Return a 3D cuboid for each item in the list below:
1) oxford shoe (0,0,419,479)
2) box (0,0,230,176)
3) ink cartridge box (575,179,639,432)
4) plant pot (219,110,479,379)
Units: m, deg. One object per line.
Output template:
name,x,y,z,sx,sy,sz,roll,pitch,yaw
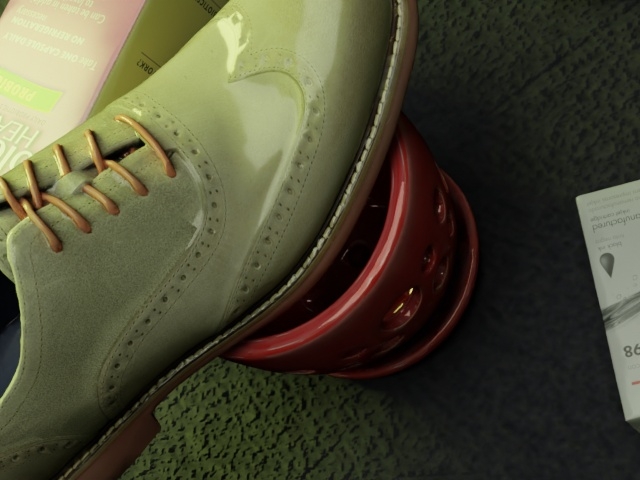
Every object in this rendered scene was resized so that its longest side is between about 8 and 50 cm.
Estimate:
oxford shoe,-0.098,-0.006,0.538,0.140,0.146,0.397,38,93,32
box,-0.130,-0.089,0.744,0.117,0.213,0.242,21,83,30
ink cartridge box,0.225,0.050,0.610,0.104,0.060,0.180,-16,66,20
plant pot,0.000,0.000,0.671,0.191,0.174,0.191,-9,69,23
